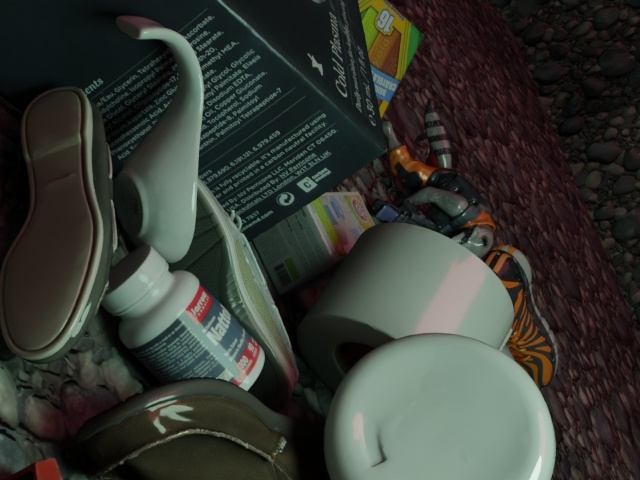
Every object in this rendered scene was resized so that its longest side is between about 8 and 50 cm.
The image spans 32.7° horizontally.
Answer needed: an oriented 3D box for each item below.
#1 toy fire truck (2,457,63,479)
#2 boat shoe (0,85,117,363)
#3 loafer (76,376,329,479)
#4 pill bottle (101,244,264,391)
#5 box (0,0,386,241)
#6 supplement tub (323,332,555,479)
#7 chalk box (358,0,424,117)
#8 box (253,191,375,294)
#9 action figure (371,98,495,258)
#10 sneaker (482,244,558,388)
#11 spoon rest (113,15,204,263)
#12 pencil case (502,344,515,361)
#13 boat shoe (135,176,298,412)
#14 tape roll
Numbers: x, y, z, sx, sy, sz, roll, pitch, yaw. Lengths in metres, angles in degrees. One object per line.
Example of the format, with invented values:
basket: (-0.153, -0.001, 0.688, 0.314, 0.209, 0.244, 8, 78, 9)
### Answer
toy fire truck: (-0.195, 0.285, 0.958, 0.135, 0.047, 0.192, 9, 55, -60)
boat shoe: (-0.252, -0.012, 1.113, 0.095, 0.112, 0.335, 60, 19, -52)
loafer: (-0.091, 0.236, 1.111, 0.366, 0.134, 0.130, 26, 40, -51)
pill bottle: (-0.155, 0.096, 1.184, 0.180, 0.108, 0.108, 49, 26, -21)
box: (-0.189, -0.323, 1.386, 0.472, 0.297, 0.480, 36, 32, -38)
supplement tub: (0.133, 0.277, 1.240, 0.331, 0.241, 0.241, 81, -5, -57)
chalk box: (-0.006, -0.253, 1.717, 0.180, 0.179, 0.289, 33, 79, -41)
box: (0.000, 0.000, 1.600, 0.203, 0.103, 0.114, -6, 67, -64)
action figure: (0.213, -0.099, 2.056, 0.341, 0.178, 0.330, 14, 40, -59)
sneaker: (0.343, 0.182, 2.065, 0.180, 0.124, 0.321, -46, 121, -42)
spoon rest: (-0.171, -0.104, 1.173, 0.084, 0.276, 0.137, -16, 34, -33)
pencil case: (0.266, 0.183, 1.895, 0.273, 0.113, 0.124, 60, 14, 2)
boat shoe: (-0.120, 0.056, 1.302, 0.320, 0.118, 0.103, 61, 18, -5)
tape roll: (0.113, 0.118, 1.450, 0.246, 0.246, 0.169, 49, 57, -23)
